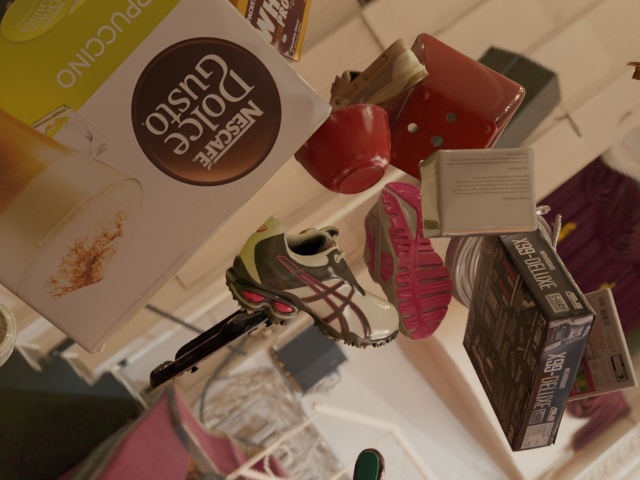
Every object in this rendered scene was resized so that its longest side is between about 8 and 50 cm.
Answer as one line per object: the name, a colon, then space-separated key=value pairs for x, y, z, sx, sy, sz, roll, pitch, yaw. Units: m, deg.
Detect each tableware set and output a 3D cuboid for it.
tableware set: x=0.494 y=-0.243 z=1.240 sx=0.154 sy=0.104 sz=0.024 roll=-67 pitch=164 yaw=-79

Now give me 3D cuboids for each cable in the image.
cable: x=0.389 y=0.045 z=1.851 sx=0.089 sy=0.257 sz=0.257 roll=-150 pitch=-119 yaw=-68

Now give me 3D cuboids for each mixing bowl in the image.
mixing bowl: x=0.053 y=-0.143 z=1.489 sx=0.181 sy=0.181 sz=0.098 roll=78 pitch=-10 yaw=-67

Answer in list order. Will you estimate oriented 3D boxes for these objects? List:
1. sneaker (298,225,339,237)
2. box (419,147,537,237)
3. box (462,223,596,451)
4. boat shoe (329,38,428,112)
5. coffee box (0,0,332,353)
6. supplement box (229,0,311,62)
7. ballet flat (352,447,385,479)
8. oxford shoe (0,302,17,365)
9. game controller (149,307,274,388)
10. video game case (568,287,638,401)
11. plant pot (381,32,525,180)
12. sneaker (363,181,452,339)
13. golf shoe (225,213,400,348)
sneaker: x=0.000 y=0.000 z=1.332 sx=0.032 sy=0.083 sz=0.037 roll=-32 pitch=-106 yaw=42
box: x=0.164 y=-0.048 z=0.898 sx=0.102 sy=0.101 sz=0.087 roll=140 pitch=-53 yaw=-85
box: x=0.316 y=0.144 z=1.350 sx=0.242 sy=0.076 sz=0.308 roll=-109 pitch=-165 yaw=-48
boat shoe: x=0.073 y=-0.289 z=1.659 sx=0.302 sy=0.109 sz=0.098 roll=-26 pitch=-81 yaw=45
coffee box: x=-0.235 y=-0.155 z=0.905 sx=0.334 sy=0.337 sz=0.338 roll=43 pitch=6 yaw=-18
supplement box: x=-0.140 y=-0.345 z=1.197 sx=0.191 sy=0.129 sz=0.194 roll=14 pitch=6 yaw=25
ballet flat: x=0.083 y=0.494 z=1.559 sx=0.076 sy=0.222 sz=0.079 roll=1 pitch=-25 yaw=29
oxford shoe: x=-0.813 y=0.272 z=1.751 sx=0.169 sy=0.449 sz=0.130 roll=59 pitch=-2 yaw=6
game controller: x=-0.225 y=0.221 z=1.762 sx=0.319 sy=0.166 sz=0.067 roll=-34 pitch=-86 yaw=37
video game case: x=0.528 y=0.217 z=1.734 sx=0.023 sy=0.183 sz=0.201 roll=10 pitch=64 yaw=-54
plant pot: x=0.253 y=-0.242 z=1.796 sx=0.267 sy=0.267 sz=0.236 roll=29 pitch=25 yaw=-1
sneaker: x=0.130 y=0.040 z=1.349 sx=0.111 sy=0.102 sz=0.252 roll=135 pitch=-47 yaw=-56
golf shoe: x=0.013 y=0.060 z=1.101 sx=0.272 sy=0.120 sz=0.105 roll=20 pitch=15 yaw=-35
